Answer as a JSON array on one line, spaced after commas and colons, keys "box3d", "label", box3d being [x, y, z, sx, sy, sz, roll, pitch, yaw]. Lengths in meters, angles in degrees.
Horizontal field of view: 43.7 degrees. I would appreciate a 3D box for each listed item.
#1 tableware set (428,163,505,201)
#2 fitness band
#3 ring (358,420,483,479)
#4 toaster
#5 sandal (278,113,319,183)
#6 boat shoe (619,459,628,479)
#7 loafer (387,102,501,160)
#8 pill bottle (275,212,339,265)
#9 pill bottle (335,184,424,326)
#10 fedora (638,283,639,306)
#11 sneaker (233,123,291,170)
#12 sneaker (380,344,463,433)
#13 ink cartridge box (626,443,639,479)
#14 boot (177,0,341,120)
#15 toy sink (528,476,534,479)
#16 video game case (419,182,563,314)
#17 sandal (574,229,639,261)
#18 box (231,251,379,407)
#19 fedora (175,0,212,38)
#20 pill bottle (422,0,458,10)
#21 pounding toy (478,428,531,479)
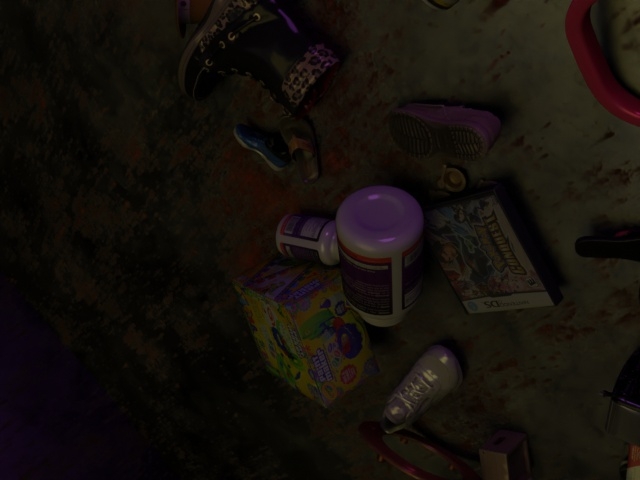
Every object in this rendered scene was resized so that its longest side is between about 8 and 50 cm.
[{"box3d": [0.298, -0.080, 1.635, 0.169, 0.020, 0.141, 29, 134, 21], "label": "tableware set"}, {"box3d": [0.494, -0.285, 1.225, 0.209, 0.054, 0.291, 8, 145, 47], "label": "fitness band"}, {"box3d": [0.242, 0.533, 1.933, 0.337, 0.336, 0.032, 27, 95, 23], "label": "ring"}, {"box3d": [0.639, 0.307, 1.518, 0.186, 0.168, 0.110, 19, 131, 28], "label": "toaster"}, {"box3d": [-0.045, -0.202, 1.797, 0.072, 0.049, 0.180, -9, 118, 14], "label": "sandal"}, {"box3d": [0.724, 0.573, 1.708, 0.233, 0.079, 0.084, 52, 139, 1], "label": "boat shoe"}, {"box3d": [0.239, -0.212, 1.542, 0.268, 0.092, 0.101, 23, 132, 48], "label": "loafer"}, {"box3d": [0.000, 0.000, 1.879, 0.194, 0.108, 0.108, 12, 126, 34], "label": "pill bottle"}, {"box3d": [0.131, 0.046, 1.720, 0.182, 0.181, 0.323, 25, 147, 24], "label": "pill bottle"}, {"box3d": [0.694, 0.136, 1.345, 0.334, 0.152, 0.334, 20, 132, 23], "label": "fedora"}, {"box3d": [-0.129, -0.234, 1.852, 0.152, 0.058, 0.084, 42, 143, 2], "label": "sneaker"}, {"box3d": [0.238, 0.370, 1.914, 0.114, 0.152, 0.305, 41, 137, 16], "label": "sneaker"}, {"box3d": [0.718, 0.466, 1.610, 0.175, 0.072, 0.127, 8, 105, 34], "label": "ink cartridge box"}, {"box3d": [-0.138, -0.368, 1.716, 0.284, 0.138, 0.377, 45, 133, 4], "label": "boot"}, {"box3d": [0.499, 0.704, 1.937, 0.234, 0.153, 0.131, 53, 138, -3], "label": "toy sink"}, {"box3d": [0.333, 0.027, 1.641, 0.248, 0.035, 0.274, -14, 112, 54], "label": "video game case"}, {"box3d": [0.558, 0.005, 1.453, 0.179, 0.040, 0.067, 4, 137, 22], "label": "sandal"}, {"box3d": [-0.038, 0.208, 1.955, 0.279, 0.177, 0.289, 20, 133, 54], "label": "box"}, {"box3d": [-0.268, -0.530, 1.716, 0.079, 0.194, 0.194, 3, 130, -6], "label": "fedora"}, {"box3d": [0.242, -0.476, 1.333, 0.103, 0.103, 0.184, 53, 138, -5], "label": "pill bottle"}, {"box3d": [0.434, 0.526, 1.894, 0.100, 0.141, 0.130, 1, 105, 40], "label": "pounding toy"}]
